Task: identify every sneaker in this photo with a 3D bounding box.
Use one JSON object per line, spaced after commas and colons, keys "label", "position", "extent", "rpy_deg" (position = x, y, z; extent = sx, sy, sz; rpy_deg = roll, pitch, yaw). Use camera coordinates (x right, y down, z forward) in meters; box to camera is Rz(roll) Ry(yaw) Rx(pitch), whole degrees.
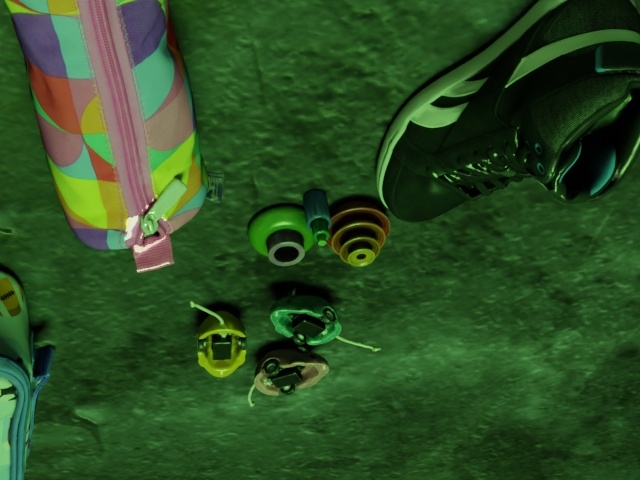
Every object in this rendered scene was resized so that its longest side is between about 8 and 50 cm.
{"label": "sneaker", "position": [0.114, -0.053, 0.706], "extent": [0.079, 0.121, 0.217], "rpy_deg": [21, 132, -30]}

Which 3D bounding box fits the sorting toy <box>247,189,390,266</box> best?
{"label": "sorting toy", "position": [0.000, 0.000, 0.810], "extent": [0.102, 0.042, 0.061], "rpy_deg": [-9, 140, 0]}

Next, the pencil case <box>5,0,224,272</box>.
{"label": "pencil case", "position": [-0.117, -0.093, 0.636], "extent": [0.104, 0.104, 0.236], "rpy_deg": [-8, 139, -1]}

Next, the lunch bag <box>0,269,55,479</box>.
{"label": "lunch bag", "position": [-0.326, 0.135, 0.859], "extent": [0.243, 0.115, 0.303], "rpy_deg": [3, 140, -17]}

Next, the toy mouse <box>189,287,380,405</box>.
{"label": "toy mouse", "position": [-0.025, 0.079, 0.907], "extent": [0.143, 0.031, 0.161], "rpy_deg": [-5, 140, -4]}
